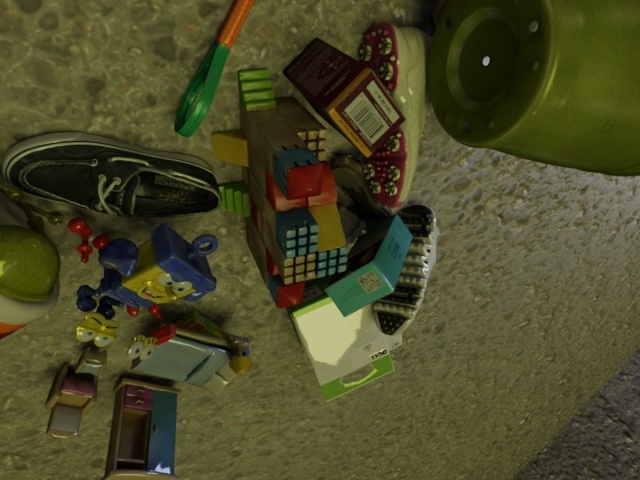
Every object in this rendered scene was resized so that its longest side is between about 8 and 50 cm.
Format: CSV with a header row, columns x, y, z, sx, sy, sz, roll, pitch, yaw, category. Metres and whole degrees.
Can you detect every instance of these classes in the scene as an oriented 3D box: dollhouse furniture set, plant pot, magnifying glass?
x,y,z,sx,sy,sz,roll,pitch,yaw,category
-0.314,0.295,0.838,0.286,0.198,0.303,27,121,-35,dollhouse furniture set
0.372,-0.270,0.687,0.352,0.367,0.367,-8,128,-24,plant pot
-0.149,-0.254,0.636,0.026,0.092,0.231,21,103,-34,magnifying glass

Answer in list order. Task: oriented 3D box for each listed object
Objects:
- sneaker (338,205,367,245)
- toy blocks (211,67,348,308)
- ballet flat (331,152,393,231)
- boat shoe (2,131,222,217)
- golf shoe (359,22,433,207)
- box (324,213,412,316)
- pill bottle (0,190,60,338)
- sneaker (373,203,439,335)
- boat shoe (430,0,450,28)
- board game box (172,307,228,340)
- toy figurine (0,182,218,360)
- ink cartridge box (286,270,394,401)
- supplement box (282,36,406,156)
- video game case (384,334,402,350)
x,y,z,sx,sy,sz,roll,pitch,yaw,category
0.000,0.000,0.926,0.190,0.071,0.083,-43,106,13,sneaker
-0.047,-0.044,0.722,0.190,0.261,0.382,-12,130,-20,toy blocks
0.096,-0.086,0.904,0.084,0.058,0.250,-4,144,34,ballet flat
-0.298,-0.082,0.669,0.300,0.102,0.108,5,122,-31,boat shoe
0.149,-0.209,0.775,0.140,0.115,0.307,-17,118,-30,golf shoe
0.094,0.035,0.801,0.100,0.244,0.060,-33,98,26,box
-0.583,0.094,0.575,0.391,0.224,0.224,-29,133,-4,pill bottle
0.203,0.073,0.990,0.118,0.109,0.293,35,72,-55,sneaker
0.256,-0.423,0.714,0.068,0.072,0.190,9,120,-33,boat shoe
-0.251,0.232,0.978,0.092,0.043,0.181,-35,133,0,board game box
-0.259,0.014,0.636,0.217,0.191,0.363,-24,145,8,toy figurine
0.044,0.215,1.028,0.188,0.097,0.256,-22,112,-11,ink cartridge box
0.031,-0.220,0.674,0.081,0.188,0.104,-44,132,8,supplement box
0.114,0.233,1.170,0.210,0.042,0.232,-21,131,-11,video game case
